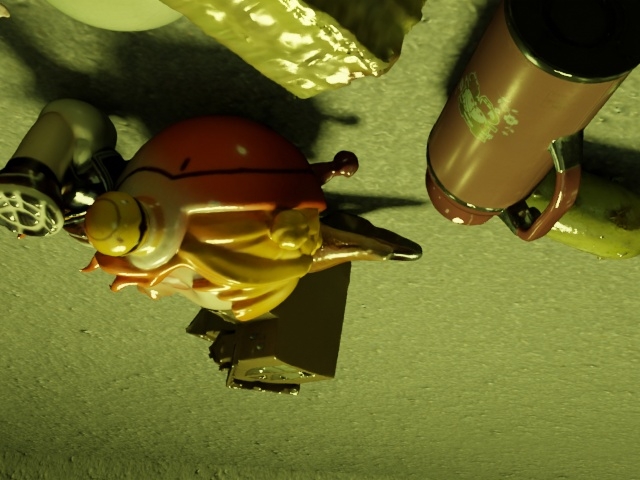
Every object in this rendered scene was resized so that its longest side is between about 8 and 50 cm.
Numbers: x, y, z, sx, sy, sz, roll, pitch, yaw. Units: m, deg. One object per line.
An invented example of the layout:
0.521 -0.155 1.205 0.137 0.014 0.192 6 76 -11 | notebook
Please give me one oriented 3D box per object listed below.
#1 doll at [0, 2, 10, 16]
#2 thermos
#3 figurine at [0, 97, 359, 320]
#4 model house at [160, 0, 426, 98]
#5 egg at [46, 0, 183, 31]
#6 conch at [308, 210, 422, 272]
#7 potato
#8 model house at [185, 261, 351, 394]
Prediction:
-0.316 -0.214 0.849 0.084 0.073 0.127 34 176 46 | doll
0.169 -0.092 0.871 0.136 0.109 0.330 34 158 5 | thermos
-0.136 -0.034 1.037 0.323 0.196 0.320 13 -179 5 | figurine
-0.031 -0.201 0.521 0.160 0.254 0.196 -7 152 41 | model house
-0.132 -0.214 0.662 0.151 0.151 0.209 5 166 10 | egg
-0.002 0.003 1.204 0.233 0.086 0.080 14 116 2 | conch
0.256 -0.033 1.038 0.188 0.085 0.105 17 179 -9 | potato
-0.111 0.097 1.351 0.248 0.180 0.176 -16 147 42 | model house
